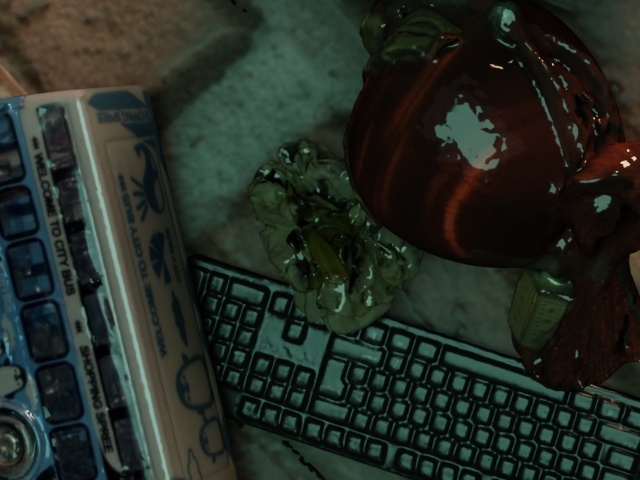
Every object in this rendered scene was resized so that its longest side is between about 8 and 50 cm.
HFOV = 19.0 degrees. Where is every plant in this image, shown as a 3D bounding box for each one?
[{"bbox_3d":[0.000,0.000,1.132,0.116,0.122,0.104,36,105,5],"label":"plant"}]

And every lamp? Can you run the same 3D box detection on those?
[{"bbox_3d":[0.097,-0.036,1.068,0.151,0.215,0.223,-20,59,-19],"label":"lamp"}]

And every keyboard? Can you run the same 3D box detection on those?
[{"bbox_3d":[0.048,0.100,1.185,0.310,0.018,0.101,18,99,9],"label":"keyboard"}]

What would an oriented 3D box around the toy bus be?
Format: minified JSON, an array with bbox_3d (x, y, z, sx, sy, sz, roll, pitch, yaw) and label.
[{"bbox_3d":[-0.146,0.052,1.168,0.131,0.106,0.297,-12,92,23],"label":"toy bus"}]
